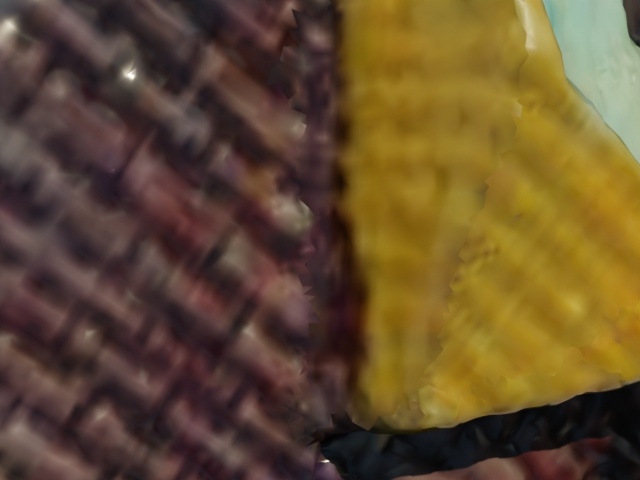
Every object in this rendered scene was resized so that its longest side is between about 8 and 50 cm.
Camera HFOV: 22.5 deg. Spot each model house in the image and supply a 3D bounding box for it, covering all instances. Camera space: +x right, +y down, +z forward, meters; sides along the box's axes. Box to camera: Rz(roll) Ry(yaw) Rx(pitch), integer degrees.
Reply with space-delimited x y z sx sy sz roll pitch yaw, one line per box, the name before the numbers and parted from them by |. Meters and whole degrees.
model house | 0.000 0.000 0.406 0.230 0.249 0.280 -19 131 42
